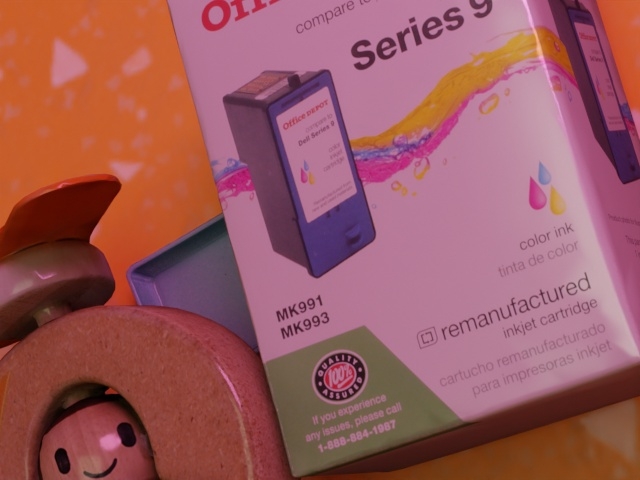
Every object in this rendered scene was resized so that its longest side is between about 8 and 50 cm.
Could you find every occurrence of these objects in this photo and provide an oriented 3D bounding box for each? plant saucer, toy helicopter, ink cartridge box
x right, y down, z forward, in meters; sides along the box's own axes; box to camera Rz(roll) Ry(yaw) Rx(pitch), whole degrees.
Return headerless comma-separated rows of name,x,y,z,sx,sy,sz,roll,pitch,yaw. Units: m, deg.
plant saucer,0.000,0.000,0.786,0.192,0.018,0.067,-30,73,24
toy helicopter,-0.153,0.096,0.801,0.355,0.140,0.235,-4,90,40
ink cartridge box,0.044,-0.027,0.703,0.154,0.093,0.212,-21,75,25
